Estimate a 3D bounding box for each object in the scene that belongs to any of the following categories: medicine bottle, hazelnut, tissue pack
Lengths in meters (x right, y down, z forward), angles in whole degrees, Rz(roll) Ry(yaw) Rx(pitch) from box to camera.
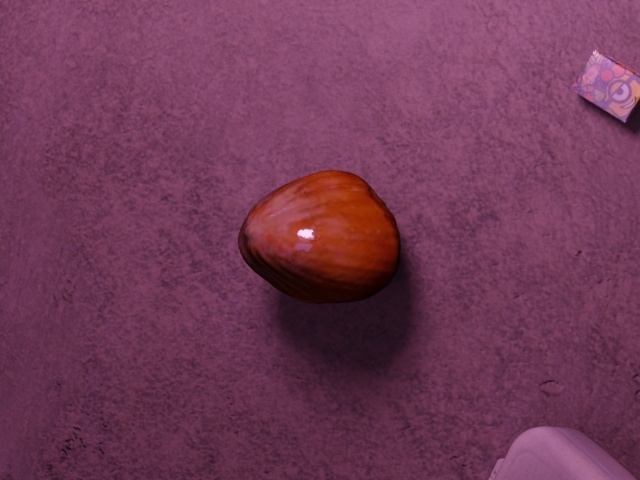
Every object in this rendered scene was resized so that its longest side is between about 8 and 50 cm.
[{"bbox_3d":[0.298,0.444,1.977,0.282,0.123,0.375,45,120,43],"label":"medicine bottle"},{"bbox_3d":[0.001,-0.010,2.001,0.210,0.210,0.186,38,75,11],"label":"hazelnut"},{"bbox_3d":[0.366,-0.195,1.890,0.083,0.035,0.063,36,113,14],"label":"tissue pack"}]
